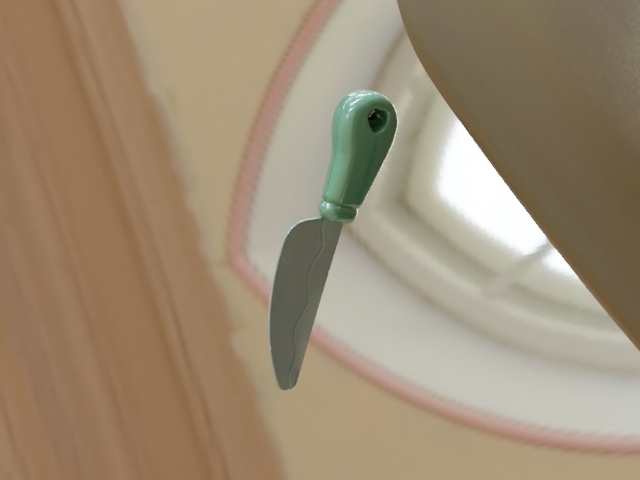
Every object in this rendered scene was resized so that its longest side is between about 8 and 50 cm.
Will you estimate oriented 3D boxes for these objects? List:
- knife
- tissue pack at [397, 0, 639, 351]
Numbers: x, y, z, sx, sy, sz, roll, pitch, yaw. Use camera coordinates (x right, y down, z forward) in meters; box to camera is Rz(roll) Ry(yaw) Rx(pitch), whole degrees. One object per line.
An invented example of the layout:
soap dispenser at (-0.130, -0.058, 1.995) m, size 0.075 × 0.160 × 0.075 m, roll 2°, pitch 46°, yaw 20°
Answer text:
knife at (-0.001, -0.001, 1.511) m, size 0.063 × 0.034 × 0.260 m, roll 17°, pitch -85°, yaw -39°
tissue pack at (0.207, -0.061, 0.736) m, size 0.387 × 0.277 × 0.267 m, roll 53°, pitch -163°, yaw 29°
